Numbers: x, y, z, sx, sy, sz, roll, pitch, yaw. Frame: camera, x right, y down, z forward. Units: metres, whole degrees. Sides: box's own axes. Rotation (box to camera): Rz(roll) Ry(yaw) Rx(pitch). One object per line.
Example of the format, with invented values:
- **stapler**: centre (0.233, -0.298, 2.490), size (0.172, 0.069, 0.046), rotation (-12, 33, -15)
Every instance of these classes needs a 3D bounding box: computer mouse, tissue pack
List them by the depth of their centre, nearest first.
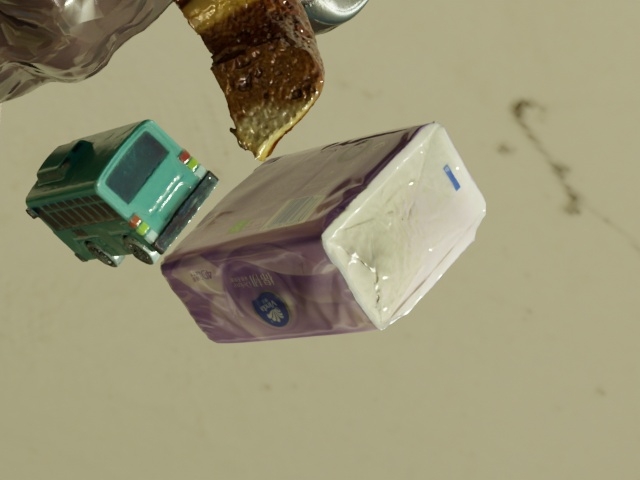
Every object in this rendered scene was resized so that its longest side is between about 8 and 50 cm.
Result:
- **tissue pack**: centre (0.000, 0.000, 2.114), size (0.242, 0.160, 0.338), rotation (-44, -160, -32)
- **computer mouse**: centre (0.010, -0.364, 2.650), size (0.233, 0.096, 0.137), rotation (-39, -160, -34)

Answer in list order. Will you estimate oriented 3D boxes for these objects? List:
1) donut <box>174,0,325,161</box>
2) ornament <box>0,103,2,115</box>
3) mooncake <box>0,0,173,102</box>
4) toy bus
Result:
- **donut**: centre (-0.068, -0.217, 1.816), size (0.112, 0.151, 0.295), rotation (-29, -106, 15)
- **ornament**: centre (-0.480, -0.166, 2.044), size (0.259, 0.225, 0.259), rotation (-175, -90, -77)
- **mooncake**: centre (-0.261, -0.278, 1.315), size (0.381, 0.350, 0.212), rotation (-17, 177, 7)
- **toy bus**: centre (-0.156, -0.036, 1.343), size (0.079, 0.092, 0.160), rotation (-54, -159, -21)
